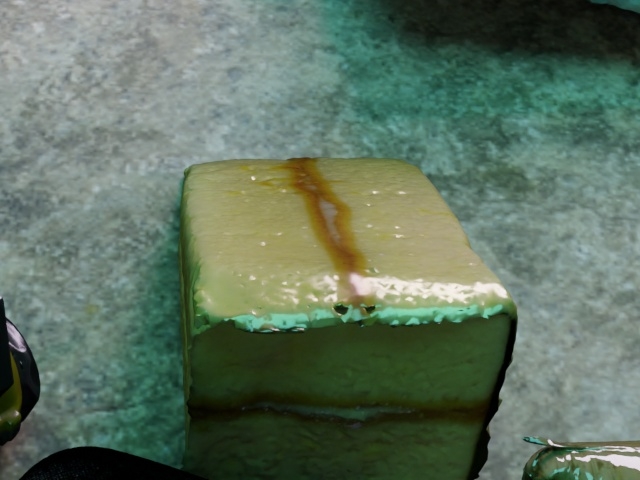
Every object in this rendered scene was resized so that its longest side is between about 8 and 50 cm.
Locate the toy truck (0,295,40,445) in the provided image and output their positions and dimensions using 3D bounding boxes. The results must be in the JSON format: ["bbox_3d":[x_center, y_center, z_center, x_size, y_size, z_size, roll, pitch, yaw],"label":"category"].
[{"bbox_3d":[-0.250,0.028,0.925,0.147,0.165,0.224,-28,56,-37],"label":"toy truck"}]

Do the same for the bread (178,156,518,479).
[{"bbox_3d":[-0.001,-0.002,0.995,0.167,0.163,0.264,-2,49,-8],"label":"bread"}]

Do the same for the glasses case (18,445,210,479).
[{"bbox_3d":[-0.038,0.182,0.891,0.266,0.067,0.103,21,51,10],"label":"glasses case"}]

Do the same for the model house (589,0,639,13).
[{"bbox_3d":[0.174,-0.298,1.240,0.280,0.230,0.249,14,21,-18],"label":"model house"}]

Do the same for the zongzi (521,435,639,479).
[{"bbox_3d":[0.194,0.191,0.901,0.194,0.099,0.197,2,56,-6],"label":"zongzi"}]
